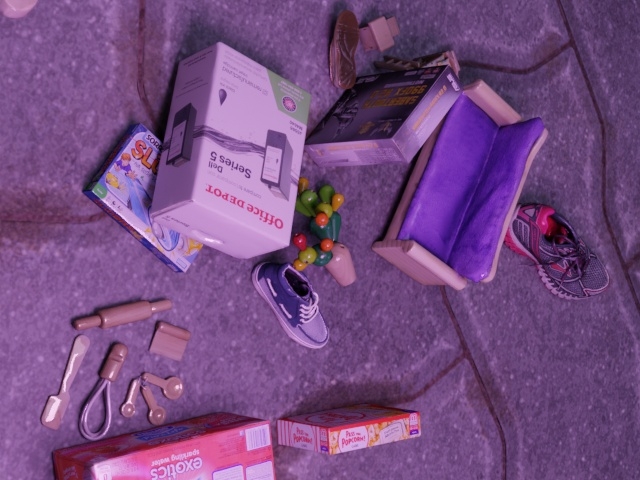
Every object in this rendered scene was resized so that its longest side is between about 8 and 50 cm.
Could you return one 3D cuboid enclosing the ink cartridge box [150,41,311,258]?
[{"bbox_3d":[-0.135,-0.134,1.763,0.198,0.114,0.273,25,62,-38],"label":"ink cartridge box"}]

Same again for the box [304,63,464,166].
[{"bbox_3d":[0.102,-0.206,1.909,0.183,0.231,0.056,-52,121,-25],"label":"box"}]

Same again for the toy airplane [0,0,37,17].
[{"bbox_3d":[-0.492,-0.517,1.483,0.384,0.272,0.386,48,25,-37],"label":"toy airplane"}]

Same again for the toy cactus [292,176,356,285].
[{"bbox_3d":[0.000,0.000,1.880,0.219,0.112,0.180,-90,155,-62],"label":"toy cactus"}]

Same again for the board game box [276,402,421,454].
[{"bbox_3d":[0.047,0.313,1.902,0.193,0.146,0.045,-4,91,-38],"label":"board game box"}]

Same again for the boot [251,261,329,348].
[{"bbox_3d":[-0.032,0.111,1.886,0.190,0.086,0.069,48,62,-26],"label":"boot"}]

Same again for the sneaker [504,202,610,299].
[{"bbox_3d":[0.480,0.028,2.263,0.299,0.112,0.121,34,69,-32],"label":"sneaker"}]

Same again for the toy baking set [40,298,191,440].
[{"bbox_3d":[-0.300,0.193,1.715,0.256,0.030,0.197,-7,93,-37],"label":"toy baking set"}]

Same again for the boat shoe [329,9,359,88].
[{"bbox_3d":[0.035,-0.330,1.978,0.050,0.045,0.135,5,89,-29],"label":"boat shoe"}]

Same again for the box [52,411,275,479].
[{"bbox_3d":[-0.226,0.362,1.695,0.300,0.142,0.154,-9,94,-37],"label":"box"}]

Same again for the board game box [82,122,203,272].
[{"bbox_3d":[-0.250,-0.064,1.758,0.201,0.035,0.136,43,64,-28],"label":"board game box"}]

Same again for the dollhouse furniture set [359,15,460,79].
[{"bbox_3d":[0.184,-0.351,2.055,0.182,0.101,0.161,-33,108,-33],"label":"dollhouse furniture set"}]

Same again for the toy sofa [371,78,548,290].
[{"bbox_3d":[0.254,-0.102,2.056,0.150,0.177,0.363,35,69,-31],"label":"toy sofa"}]
